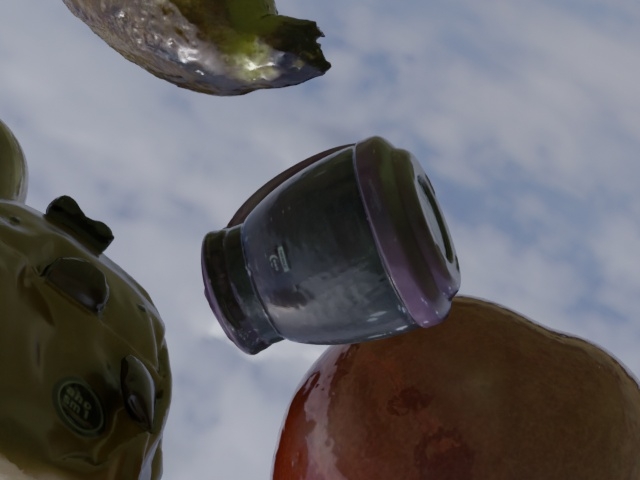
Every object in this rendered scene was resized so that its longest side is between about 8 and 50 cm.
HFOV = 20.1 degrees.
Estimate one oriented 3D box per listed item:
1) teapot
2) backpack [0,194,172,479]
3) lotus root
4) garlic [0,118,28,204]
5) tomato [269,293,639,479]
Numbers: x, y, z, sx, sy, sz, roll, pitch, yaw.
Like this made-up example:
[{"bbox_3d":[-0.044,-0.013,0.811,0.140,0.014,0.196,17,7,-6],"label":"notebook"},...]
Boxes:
[{"bbox_3d":[-0.003,-0.002,1.066,0.116,0.146,0.148,48,-155,-61],"label":"teapot"},{"bbox_3d":[-0.271,0.101,1.595,0.353,0.201,0.378,40,-155,-23],"label":"backpack"},{"bbox_3d":[-0.073,-0.126,0.874,0.190,0.094,0.108,51,177,30],"label":"lotus root"},{"bbox_3d":[-0.394,-0.025,1.908,0.148,0.266,0.128,8,162,46],"label":"garlic"},{"bbox_3d":[0.110,0.207,1.379,0.322,0.321,0.321,22,-155,-11],"label":"tomato"}]
